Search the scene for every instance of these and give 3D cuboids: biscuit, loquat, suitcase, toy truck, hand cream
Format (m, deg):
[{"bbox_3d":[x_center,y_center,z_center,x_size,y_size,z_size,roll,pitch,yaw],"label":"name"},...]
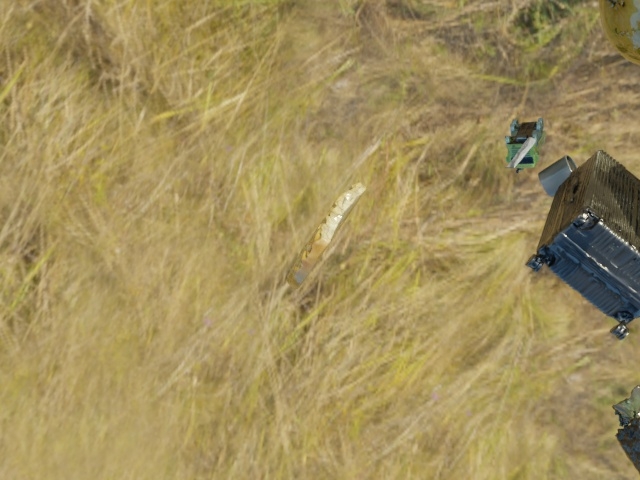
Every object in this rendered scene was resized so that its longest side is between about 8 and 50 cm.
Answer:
[{"bbox_3d":[0.000,0.000,1.558,0.040,0.309,0.204,34,119,1],"label":"biscuit"},{"bbox_3d":[0.639,-0.443,1.404,0.263,0.263,0.263,4,136,4],"label":"loquat"},{"bbox_3d":[0.546,-0.008,1.466,0.230,0.335,0.152,40,126,0],"label":"suitcase"},{"bbox_3d":[0.483,-0.220,1.808,0.077,0.169,0.100,-1,117,23],"label":"toy truck"},{"bbox_3d":[0.425,-0.183,1.627,0.019,0.093,0.030,44,167,-20],"label":"hand cream"}]

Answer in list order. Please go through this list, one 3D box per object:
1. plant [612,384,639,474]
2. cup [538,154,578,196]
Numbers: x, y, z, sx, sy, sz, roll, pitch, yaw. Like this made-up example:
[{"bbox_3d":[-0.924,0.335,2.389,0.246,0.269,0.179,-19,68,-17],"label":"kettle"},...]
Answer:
[{"bbox_3d":[0.769,0.448,1.819,0.131,0.203,0.142,-9,155,-22],"label":"plant"},{"bbox_3d":[0.562,-0.151,1.806,0.077,0.100,0.078,-30,93,30],"label":"cup"}]
